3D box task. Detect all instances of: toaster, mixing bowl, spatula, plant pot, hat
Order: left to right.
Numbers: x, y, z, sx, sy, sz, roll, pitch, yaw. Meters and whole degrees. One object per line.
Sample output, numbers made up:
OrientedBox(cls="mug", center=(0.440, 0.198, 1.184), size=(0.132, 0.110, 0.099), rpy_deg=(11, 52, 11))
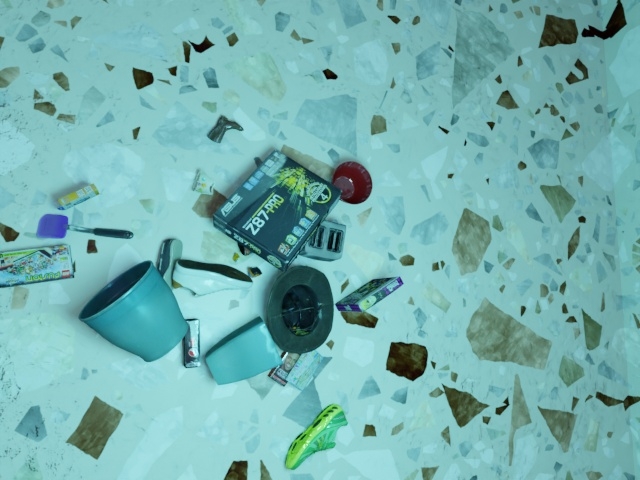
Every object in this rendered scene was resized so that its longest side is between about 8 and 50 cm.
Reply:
OrientedBox(cls="spatula", center=(-0.797, -0.035, 1.515), size=(0.297, 0.030, 0.084), rpy_deg=(7, 79, -20))
OrientedBox(cls="plant pot", center=(-0.582, 0.247, 1.456), size=(0.272, 0.272, 0.255), rpy_deg=(-43, 115, -20))
OrientedBox(cls="plant pot", center=(-0.284, 0.406, 1.598), size=(0.235, 0.166, 0.165), rpy_deg=(-25, 93, -12))
OrientedBox(cls="hat", center=(-0.096, 0.256, 1.688), size=(0.332, 0.134, 0.330), rpy_deg=(-1, 91, -35))
OrientedBox(cls="toaster", center=(0.000, 0.000, 1.776), size=(0.168, 0.110, 0.185), rpy_deg=(13, 79, -18))
OrientedBox(cls="mixing bowl", center=(0.114, -0.230, 1.853), size=(0.182, 0.098, 0.181), rpy_deg=(3, 82, -22))

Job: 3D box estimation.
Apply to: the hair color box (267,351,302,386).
OrientedBox(cls="hair color box", center=(-0.131, 0.479, 1.704), size=(0.072, 0.043, 0.141), rpy_deg=(38, 72, -13))

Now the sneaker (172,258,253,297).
OrientedBox(cls="sneaker", center=(-0.397, 0.153, 1.629), size=(0.291, 0.106, 0.123), rpy_deg=(14, 109, -25))

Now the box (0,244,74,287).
OrientedBox(cls="box", center=(-0.926, 0.083, 1.448), size=(0.207, 0.036, 0.113), rpy_deg=(-9, 87, -22))

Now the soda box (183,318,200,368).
OrientedBox(cls="soda box", center=(-0.459, 0.365, 1.583), size=(0.054, 0.060, 0.168), rpy_deg=(0, 83, -22))

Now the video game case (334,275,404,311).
OrientedBox(cls="video game case", center=(0.188, 0.214, 1.758), size=(0.210, 0.232, 0.041), rpy_deg=(-30, 93, -21))

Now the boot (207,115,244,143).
OrientedBox(cls="boot", center=(-0.368, -0.414, 1.721), size=(0.107, 0.037, 0.114), rpy_deg=(27, 71, -3))

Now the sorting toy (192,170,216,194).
OrientedBox(cls="sorting toy", center=(-0.435, -0.208, 1.672), size=(0.075, 0.045, 0.083), rpy_deg=(20, 77, -25))

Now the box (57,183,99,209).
OrientedBox(cls="box", center=(-0.818, -0.144, 1.493), size=(0.136, 0.081, 0.028), rpy_deg=(-30, 95, -22))

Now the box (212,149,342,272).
OrientedBox(cls="box", center=(-0.152, -0.120, 1.655), size=(0.318, 0.097, 0.394), rpy_deg=(33, 60, 8))

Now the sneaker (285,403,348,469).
OrientedBox(cls="sneaker", center=(-0.007, 0.761, 1.684), size=(0.296, 0.109, 0.123), rpy_deg=(-39, 94, -21))

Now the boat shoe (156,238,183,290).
OrientedBox(cls="boat shoe", center=(-0.548, 0.093, 1.592), size=(0.065, 0.075, 0.205), rpy_deg=(8, 85, 23))

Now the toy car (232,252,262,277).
OrientedBox(cls="toy car", center=(-0.282, 0.099, 1.706), size=(0.122, 0.060, 0.040), rpy_deg=(45, 114, 7))

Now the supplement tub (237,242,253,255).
OrientedBox(cls="supplement tub", center=(-0.214, -0.014, 1.697), size=(0.198, 0.106, 0.105), rpy_deg=(-16, 90, -22))

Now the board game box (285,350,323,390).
OrientedBox(cls="board game box", center=(-0.058, 0.492, 1.712), size=(0.154, 0.026, 0.103), rpy_deg=(-55, 137, -18))
